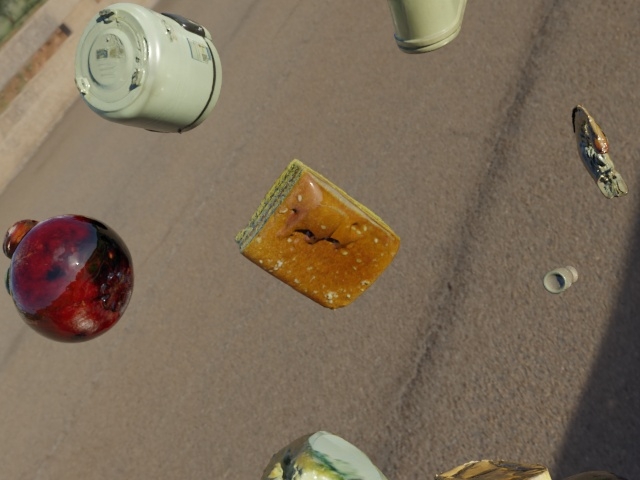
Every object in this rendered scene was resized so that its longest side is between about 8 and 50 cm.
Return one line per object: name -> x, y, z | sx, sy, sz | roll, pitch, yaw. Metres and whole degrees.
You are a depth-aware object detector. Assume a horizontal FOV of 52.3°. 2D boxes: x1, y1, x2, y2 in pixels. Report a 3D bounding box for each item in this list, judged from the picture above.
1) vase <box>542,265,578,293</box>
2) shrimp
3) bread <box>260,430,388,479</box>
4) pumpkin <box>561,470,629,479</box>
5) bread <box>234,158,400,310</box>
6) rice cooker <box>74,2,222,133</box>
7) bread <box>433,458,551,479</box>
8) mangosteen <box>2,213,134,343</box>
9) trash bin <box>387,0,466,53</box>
vase -> 0.533, 0.084, 1.439 | 0.053, 0.053, 0.101 | -12, -1, 39
shrimp -> 0.632, -0.212, 1.492 | 0.058, 0.173, 0.253 | -19, 47, 11
bread -> 0.047, 0.616, 1.468 | 0.264, 0.395, 0.239 | -61, -4, 9
pumpkin -> 0.409, 0.456, 0.845 | 0.323, 0.323, 0.241 | 16, 70, 54
bread -> 0.000, 0.000, 1.097 | 0.184, 0.234, 0.110 | -50, 31, 13
rice cooker -> -0.314, -0.317, 1.217 | 0.226, 0.244, 0.226 | 0, 90, 31
bread -> 0.380, 0.580, 1.416 | 0.288, 0.204, 0.156 | -23, 75, 53
mangosteen -> -0.357, 0.048, 0.906 | 0.200, 0.200, 0.199 | -28, 35, 22
trash bin -> 0.174, -0.497, 1.153 | 0.121, 0.247, 0.243 | -4, 41, 24
